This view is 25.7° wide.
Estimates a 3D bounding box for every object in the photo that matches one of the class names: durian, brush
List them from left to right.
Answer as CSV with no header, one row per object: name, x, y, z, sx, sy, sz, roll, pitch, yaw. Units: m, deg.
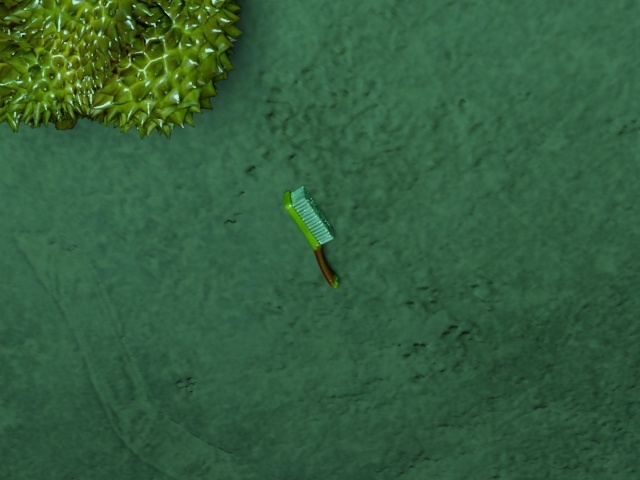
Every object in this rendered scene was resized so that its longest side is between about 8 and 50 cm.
durian,-0.121,-0.130,0.783,0.158,0.137,0.168,8,119,-28
brush,0.000,0.000,0.948,0.021,0.019,0.083,-22,124,9
